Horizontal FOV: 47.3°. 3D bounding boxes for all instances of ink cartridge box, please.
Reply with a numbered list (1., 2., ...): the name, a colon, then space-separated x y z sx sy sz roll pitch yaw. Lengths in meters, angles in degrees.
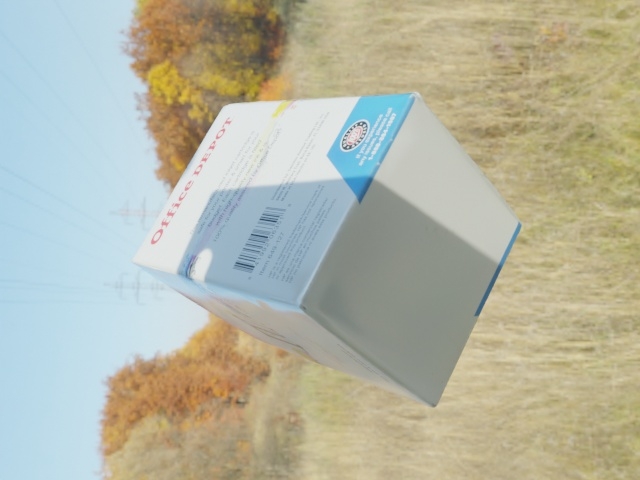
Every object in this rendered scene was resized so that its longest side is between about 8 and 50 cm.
1. ink cartridge box: 0.000 0.000 0.597 0.233 0.168 0.171 11 67 49
